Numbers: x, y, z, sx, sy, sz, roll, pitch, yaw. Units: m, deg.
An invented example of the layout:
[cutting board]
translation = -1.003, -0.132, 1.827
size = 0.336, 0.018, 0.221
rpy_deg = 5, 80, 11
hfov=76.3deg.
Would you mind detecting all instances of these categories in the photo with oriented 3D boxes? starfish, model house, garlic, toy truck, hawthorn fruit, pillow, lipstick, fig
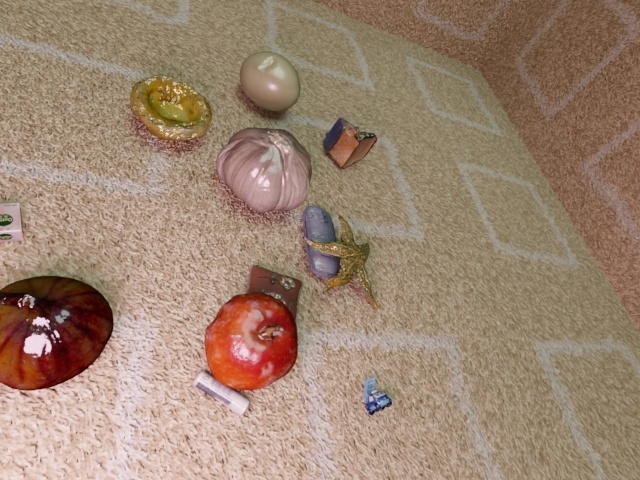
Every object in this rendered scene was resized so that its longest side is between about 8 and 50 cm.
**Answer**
[starfish]
translation = 0.088, 0.041, 1.328
size = 0.347, 0.078, 0.358
rpy_deg = 16, 51, -41
[model house]
translation = 0.117, -0.429, 1.721
size = 0.172, 0.166, 0.183
rpy_deg = 45, 35, 13
[garlic]
translation = -0.174, -0.237, 1.330
size = 0.317, 0.259, 0.318
rpy_deg = 19, 45, -20
[toy truck]
translation = 0.147, 0.424, 1.120
size = 0.056, 0.073, 0.090
rpy_deg = -8, 61, -34
[hawthorn fruit]
translation = -0.149, 0.229, 0.963
size = 0.241, 0.271, 0.242
rpy_deg = 8, 70, -23
[pillow]
translation = -0.134, 0.162, 1.163
size = 0.171, 0.075, 0.179
rpy_deg = 18, 50, -15
[lipstick]
translation = -0.236, 0.363, 0.972
size = 0.141, 0.040, 0.040
rpy_deg = 34, 46, -3
[fig]
translation = -0.553, 0.180, 0.828
size = 0.235, 0.214, 0.235
rpy_deg = 33, 44, -39

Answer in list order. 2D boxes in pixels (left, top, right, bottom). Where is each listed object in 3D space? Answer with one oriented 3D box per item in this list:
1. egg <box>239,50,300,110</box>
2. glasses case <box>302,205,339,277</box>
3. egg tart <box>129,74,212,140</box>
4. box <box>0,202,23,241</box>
[egg]
translation = -0.204, -0.648, 1.662
size = 0.269, 0.219, 0.219
rpy_deg = 36, 46, 2
[glasses case]
translation = 0.000, 0.000, 1.372
size = 0.109, 0.067, 0.283
rpy_deg = 14, 48, -29
[egg tart]
translation = -0.508, -0.434, 1.390
size = 0.288, 0.118, 0.288
rpy_deg = 17, 47, -19
[box]
translation = -0.787, -0.041, 0.971
size = 0.125, 0.043, 0.089
rpy_deg = -8, 60, -34
